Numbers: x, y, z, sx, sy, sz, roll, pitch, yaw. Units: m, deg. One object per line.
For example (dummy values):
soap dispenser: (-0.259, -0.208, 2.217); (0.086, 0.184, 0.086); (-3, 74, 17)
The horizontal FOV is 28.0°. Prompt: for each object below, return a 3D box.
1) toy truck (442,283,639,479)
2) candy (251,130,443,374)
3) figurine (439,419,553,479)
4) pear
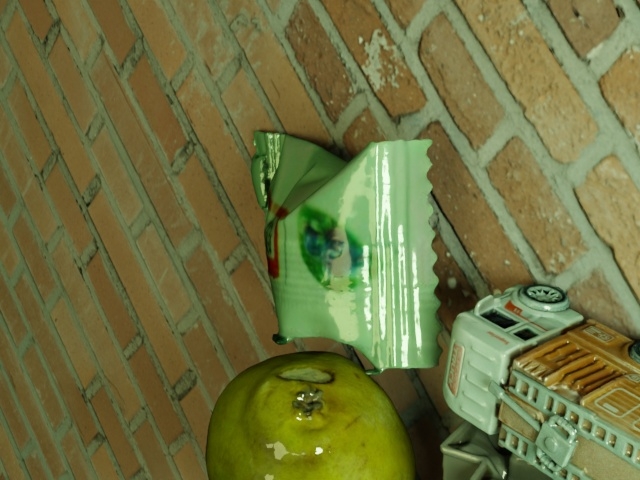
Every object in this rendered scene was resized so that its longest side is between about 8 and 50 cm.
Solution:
toy truck: (0.255, 0.164, 1.273); (0.305, 0.162, 0.136); (30, 123, 42)
candy: (0.006, -0.001, 1.560); (0.398, 0.172, 0.263); (-163, 75, -68)
figurine: (0.198, 0.345, 1.382); (0.342, 0.167, 0.285); (-80, -8, -67)
pear: (-0.012, 0.269, 1.550); (0.269, 0.269, 0.321); (58, 162, 21)
